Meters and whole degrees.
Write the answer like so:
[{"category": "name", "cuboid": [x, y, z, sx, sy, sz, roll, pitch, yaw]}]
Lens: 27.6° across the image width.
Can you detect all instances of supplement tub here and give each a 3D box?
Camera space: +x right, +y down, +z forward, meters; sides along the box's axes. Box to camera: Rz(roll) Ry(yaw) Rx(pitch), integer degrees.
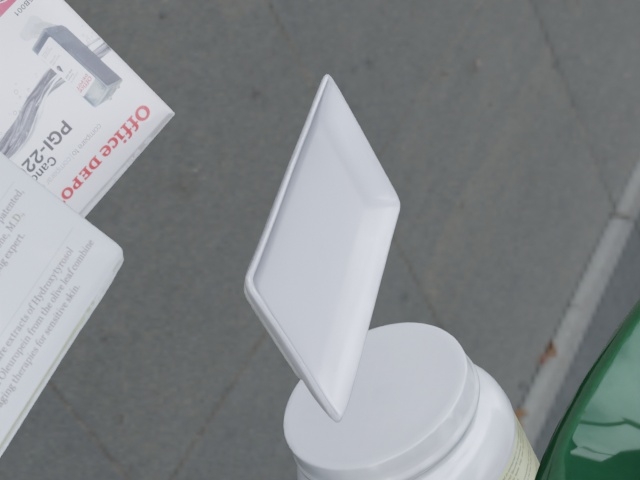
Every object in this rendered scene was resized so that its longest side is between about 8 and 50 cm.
[{"category": "supplement tub", "cuboid": [0.118, 0.270, 1.373, 0.235, 0.235, 0.325, -55, 131, -36]}]

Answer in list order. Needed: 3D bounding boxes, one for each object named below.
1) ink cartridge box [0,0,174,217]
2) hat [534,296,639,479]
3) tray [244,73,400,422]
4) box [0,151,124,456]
[{"category": "ink cartridge box", "cuboid": [-0.260, -0.127, 1.126, 0.218, 0.092, 0.159, 46, 75, -25]}, {"category": "hat", "cuboid": [0.187, 0.066, 0.360, 0.183, 0.173, 0.208, 41, 62, -3]}, {"category": "tray", "cuboid": [0.000, 0.000, 1.011, 0.145, 0.030, 0.270, 60, 29, -30]}, {"category": "box", "cuboid": [-0.136, 0.028, 0.400, 0.087, 0.101, 0.102, 40, 54, -18]}]
